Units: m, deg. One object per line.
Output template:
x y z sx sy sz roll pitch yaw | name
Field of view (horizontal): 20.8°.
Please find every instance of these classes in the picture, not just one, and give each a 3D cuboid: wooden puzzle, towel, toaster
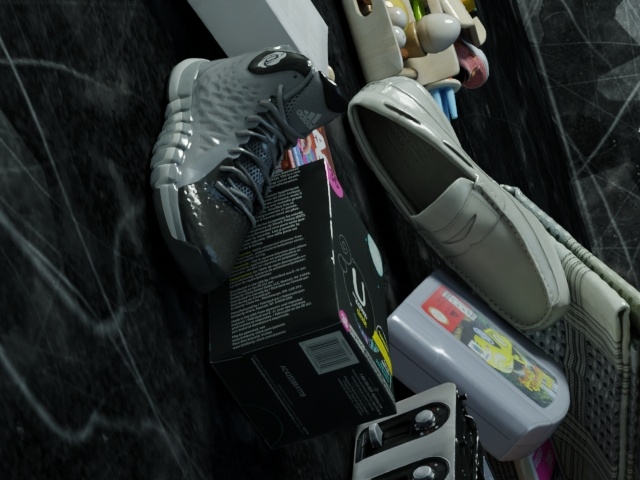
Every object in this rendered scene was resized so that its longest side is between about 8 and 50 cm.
0.153 -0.368 2.335 0.221 0.044 0.238 57 10 5 | wooden puzzle
0.274 0.141 1.921 0.324 0.056 0.312 45 -36 48 | towel
0.097 0.239 1.448 0.168 0.110 0.186 -81 150 -58 | toaster

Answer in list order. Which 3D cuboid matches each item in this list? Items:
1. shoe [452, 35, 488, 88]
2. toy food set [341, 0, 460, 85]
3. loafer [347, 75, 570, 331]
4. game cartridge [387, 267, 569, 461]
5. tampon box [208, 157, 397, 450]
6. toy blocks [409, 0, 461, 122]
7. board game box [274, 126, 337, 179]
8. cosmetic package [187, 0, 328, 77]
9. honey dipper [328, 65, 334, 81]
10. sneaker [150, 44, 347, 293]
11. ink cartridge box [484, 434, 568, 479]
0.190 -0.241 2.441 0.178 0.063 0.081 42 34 -53 | shoe
0.091 -0.298 2.067 0.306 0.092 0.220 -15 87 -74 | toy food set
0.138 -0.032 1.829 0.319 0.112 0.111 51 31 9 | loafer
0.157 0.123 1.734 0.196 0.060 0.294 43 15 3 | game cartridge
-0.014 0.046 1.276 0.120 0.101 0.161 59 20 -45 | tampon box
0.142 -0.233 2.262 0.123 0.054 0.148 37 39 -67 | toy blocks
0.000 0.000 1.533 0.145 0.027 0.281 22 52 -73 | board game box
-0.075 -0.218 1.403 0.239 0.060 0.099 54 21 -35 | cosmetic package
-0.023 -0.157 1.624 0.160 0.030 0.031 -4 77 -73 | honey dipper
-0.044 -0.069 1.238 0.229 0.132 0.086 -93 159 -45 | sneaker
0.206 0.262 1.864 0.234 0.088 0.193 -36 109 -74 | ink cartridge box
